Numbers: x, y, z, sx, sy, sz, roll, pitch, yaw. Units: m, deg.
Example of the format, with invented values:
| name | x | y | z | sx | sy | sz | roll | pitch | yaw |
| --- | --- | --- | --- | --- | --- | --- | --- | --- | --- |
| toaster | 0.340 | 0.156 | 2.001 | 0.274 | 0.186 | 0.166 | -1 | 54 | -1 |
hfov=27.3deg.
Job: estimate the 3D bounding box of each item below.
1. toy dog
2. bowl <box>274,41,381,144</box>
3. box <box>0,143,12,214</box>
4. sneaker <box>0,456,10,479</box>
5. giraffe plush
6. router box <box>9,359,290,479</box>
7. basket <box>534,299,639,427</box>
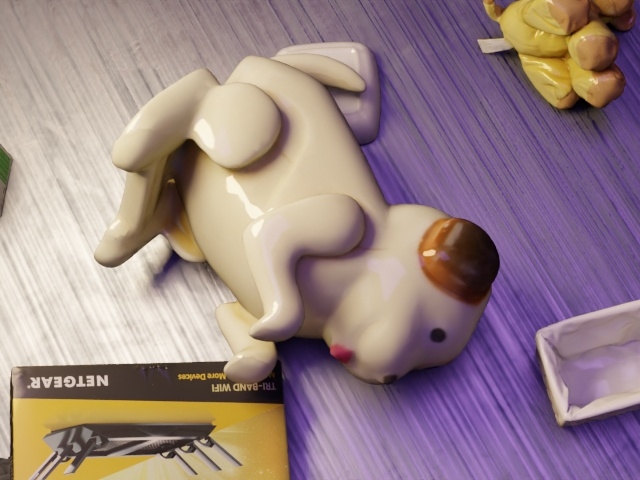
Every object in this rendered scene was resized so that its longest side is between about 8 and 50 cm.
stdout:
| name | x | y | z | sx | sy | sz | roll | pitch | yaw |
| --- | --- | --- | --- | --- | --- | --- | --- | --- | --- |
| toy dog | 0.000 | 0.000 | 1.507 | 0.408 | 0.284 | 0.395 | 38 | 47 | 9 |
| bowl | 0.005 | -0.191 | 1.669 | 0.142 | 0.053 | 0.142 | -3 | 71 | 3 |
| box | -0.453 | -0.088 | 1.644 | 0.102 | 0.101 | 0.087 | 6 | 73 | 6 |
| sneaker | -0.442 | 0.338 | 1.523 | 0.319 | 0.112 | 0.131 | -11 | 102 | -5 |
| giraffe plush | 0.321 | -0.281 | 1.636 | 0.170 | 0.181 | 0.210 | -41 | 39 | -19 |
| router box | -0.191 | 0.262 | 1.477 | 0.309 | 0.081 | 0.242 | -1 | 71 | -15 |
| basket | 0.337 | 0.143 | 1.509 | 0.167 | 0.103 | 0.113 | -15 | 72 | 0 |
